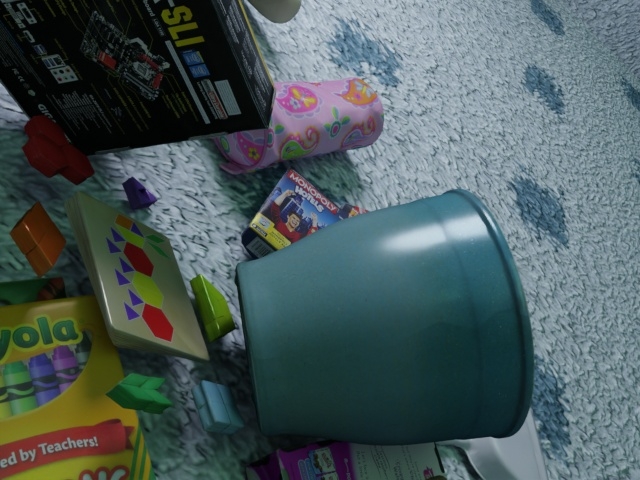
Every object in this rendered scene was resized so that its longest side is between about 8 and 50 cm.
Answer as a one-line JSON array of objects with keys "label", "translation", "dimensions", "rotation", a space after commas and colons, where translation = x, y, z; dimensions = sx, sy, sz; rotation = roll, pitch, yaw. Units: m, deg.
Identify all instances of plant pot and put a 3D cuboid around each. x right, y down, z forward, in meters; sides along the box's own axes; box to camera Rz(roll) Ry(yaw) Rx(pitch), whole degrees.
[{"label": "plant pot", "translation": [0.045, 0.096, 0.701], "dimensions": [0.255, 0.271, 0.271], "rotation": [-9, 63, -9]}]

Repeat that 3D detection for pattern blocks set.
[{"label": "pattern blocks set", "translation": [-0.183, 0.038, 0.654], "dimensions": [0.285, 0.026, 0.325], "rotation": [40, 18, -46]}]

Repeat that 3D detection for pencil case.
[{"label": "pencil case", "translation": [-0.029, -0.172, 0.963], "dimensions": [0.284, 0.124, 0.124], "rotation": [-21, 77, -47]}]

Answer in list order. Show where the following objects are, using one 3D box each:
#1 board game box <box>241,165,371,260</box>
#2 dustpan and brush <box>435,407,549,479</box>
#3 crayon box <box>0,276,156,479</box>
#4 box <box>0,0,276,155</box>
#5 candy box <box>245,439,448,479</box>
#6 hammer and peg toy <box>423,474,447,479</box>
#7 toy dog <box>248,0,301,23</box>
[{"label": "board game box", "translation": [0.000, 0.000, 0.902], "dimensions": [0.194, 0.060, 0.194], "rotation": [41, 41, -11]}, {"label": "dustpan and brush", "translation": [0.225, 0.280, 0.914], "dimensions": [0.211, 0.060, 0.147], "rotation": [27, 45, -34]}, {"label": "crayon box", "translation": [-0.257, 0.166, 0.535], "dimensions": [0.202, 0.081, 0.318], "rotation": [-6, 65, -44]}, {"label": "box", "translation": [-0.214, -0.228, 0.624], "dimensions": [0.322, 0.257, 0.079], "rotation": [66, 22, -47]}, {"label": "candy box", "translation": [0.045, 0.297, 0.717], "dimensions": [0.233, 0.071, 0.159], "rotation": [4, 60, -39]}, {"label": "hammer and peg toy", "translation": [0.098, 0.382, 0.581], "dimensions": [0.266, 0.127, 0.361], "rotation": [-13, 88, -42]}, {"label": "toy dog", "translation": [-0.224, -0.504, 0.909], "dimensions": [0.395, 0.284, 0.408], "rotation": [48, 39, 17]}]
